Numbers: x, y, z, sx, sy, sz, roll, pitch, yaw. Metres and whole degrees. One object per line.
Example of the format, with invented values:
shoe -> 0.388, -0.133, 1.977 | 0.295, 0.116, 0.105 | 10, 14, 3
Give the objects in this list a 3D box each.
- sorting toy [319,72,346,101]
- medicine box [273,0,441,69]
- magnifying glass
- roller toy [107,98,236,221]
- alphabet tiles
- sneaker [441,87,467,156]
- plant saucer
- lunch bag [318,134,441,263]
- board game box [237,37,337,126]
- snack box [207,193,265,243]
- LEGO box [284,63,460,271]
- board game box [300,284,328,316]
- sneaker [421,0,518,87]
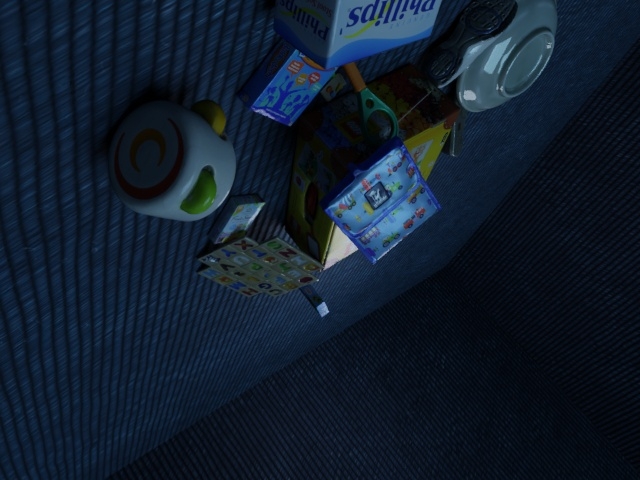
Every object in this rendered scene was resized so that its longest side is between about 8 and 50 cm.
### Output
sorting toy -> 0.026, -0.352, 1.246 | 0.062, 0.012, 0.083 | -42, 161, 7
medicine box -> 0.081, -0.458, 0.867 | 0.263, 0.149, 0.289 | -28, 149, -31
magnifying glass -> 0.101, -0.309, 1.205 | 0.092, 0.231, 0.026 | -38, -162, -23
roller toy -> -0.251, -0.134, 0.950 | 0.191, 0.209, 0.146 | -9, 171, 23
alphabet tiles -> -0.167, 0.082, 1.553 | 0.285, 0.011, 0.342 | -23, 146, 26
sneaker -> 0.401, -0.388, 1.774 | 0.083, 0.118, 0.222 | -25, 126, -42
plant saucer -> 0.581, -0.541, 1.627 | 0.400, 0.100, 0.400 | -30, 148, -21
lunch bag -> 0.124, -0.106, 1.257 | 0.221, 0.138, 0.293 | -40, 148, 5
board game box -> -0.047, -0.336, 1.093 | 0.210, 0.047, 0.160 | -48, 159, 18
snack box -> -0.216, -0.055, 1.408 | 0.100, 0.037, 0.141 | -14, 148, -53
LEGO box -> 0.118, -0.179, 1.514 | 0.372, 0.193, 0.500 | -31, 158, -24
board game box -> -0.055, 0.162, 1.914 | 0.039, 0.211, 0.160 | -37, 160, -7
sneaker -> 0.383, -0.520, 1.436 | 0.297, 0.111, 0.129 | -41, 174, 14
